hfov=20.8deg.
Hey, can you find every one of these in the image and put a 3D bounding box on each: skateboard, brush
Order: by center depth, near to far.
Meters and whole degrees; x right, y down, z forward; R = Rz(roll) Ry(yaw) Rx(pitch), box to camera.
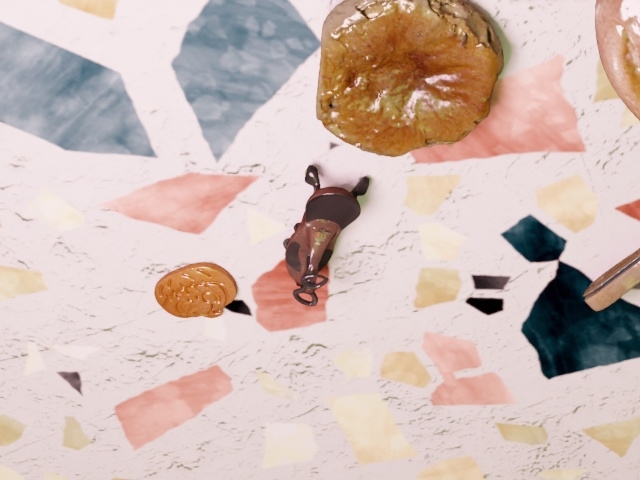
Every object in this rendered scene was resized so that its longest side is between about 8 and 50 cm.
[{"bbox_3d":[0.372,-0.036,1.734,0.065,0.070,0.327,43,126,-7],"label":"brush"},{"bbox_3d":[0.000,0.000,1.786,0.067,0.080,0.151,11,135,-12],"label":"skateboard"}]

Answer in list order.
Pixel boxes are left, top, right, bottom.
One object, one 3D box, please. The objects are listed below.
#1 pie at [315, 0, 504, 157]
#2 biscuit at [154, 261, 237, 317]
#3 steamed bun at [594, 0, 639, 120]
[{"bbox_3d":[0.085,-0.160,1.657,0.195,0.046,0.195,2,132,2],"label":"pie"},{"bbox_3d":[-0.134,0.059,1.896,0.091,0.015,0.078,-24,125,25],"label":"biscuit"},{"bbox_3d":[0.367,-0.167,1.507,0.301,0.252,0.199,20,142,-7],"label":"steamed bun"}]
